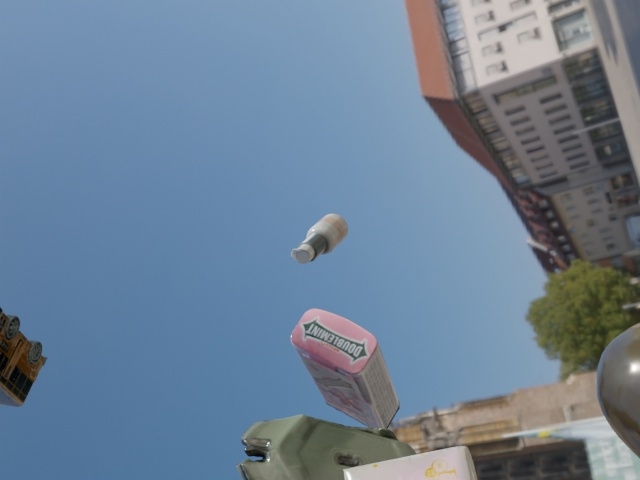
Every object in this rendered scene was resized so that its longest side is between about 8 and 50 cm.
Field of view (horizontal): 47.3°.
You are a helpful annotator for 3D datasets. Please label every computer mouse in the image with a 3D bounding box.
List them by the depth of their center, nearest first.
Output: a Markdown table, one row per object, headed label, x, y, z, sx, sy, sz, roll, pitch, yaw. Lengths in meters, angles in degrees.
| label | x | y | z | sx | sy | sz | roll | pitch | yaw |
| --- | --- | --- | --- | --- | --- | --- | --- | --- | --- |
| computer mouse | 0.028 | 0.512 | 1.584 | 0.228 | 0.428 | 0.145 | -86 | 13 | -49 |

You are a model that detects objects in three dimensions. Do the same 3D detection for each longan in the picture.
| label | x | y | z | sx | sy | sz | roll | pitch | yaw |
| --- | --- | --- | --- | --- | --- | --- | --- | --- | --- |
| longan | 0.466 | 0.203 | 0.904 | 0.246 | 0.246 | 0.215 | -29 | -50 | -66 |

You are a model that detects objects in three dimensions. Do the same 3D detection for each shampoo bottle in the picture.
| label | x | y | z | sx | sy | sz | roll | pitch | yaw |
| --- | --- | --- | --- | --- | --- | --- | --- | --- | --- |
| shampoo bottle | 0.000 | 0.000 | 1.681 | 0.192 | 0.074 | 0.074 | -43 | -66 | -57 |

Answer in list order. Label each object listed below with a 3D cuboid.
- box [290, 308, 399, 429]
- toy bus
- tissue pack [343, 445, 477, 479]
| label | x | y | z | sx | sy | sz | roll | pitch | yaw |
| --- | --- | --- | --- | --- | --- | --- | --- | --- | --- |
| box | 0.067 | 0.305 | 1.674 | 0.112 | 0.190 | 0.370 | -54 | -28 | -20 |
| toy bus | -0.469 | 0.158 | 1.022 | 0.182 | 0.091 | 0.103 | 86 | -162 | -57 |
| tissue pack | 0.140 | 0.415 | 0.983 | 0.225 | 0.184 | 0.124 | -96 | -13 | -46 |
